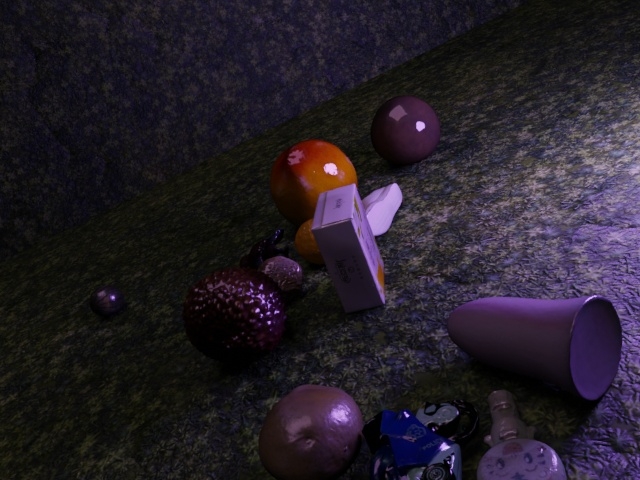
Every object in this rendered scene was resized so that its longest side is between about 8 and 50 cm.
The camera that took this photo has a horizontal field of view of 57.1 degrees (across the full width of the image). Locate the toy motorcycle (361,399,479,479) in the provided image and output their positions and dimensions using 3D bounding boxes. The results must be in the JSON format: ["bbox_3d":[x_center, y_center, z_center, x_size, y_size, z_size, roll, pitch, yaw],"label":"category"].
[{"bbox_3d":[0.135,0.371,0.921,0.197,0.125,0.331,-10,26,31],"label":"toy motorcycle"}]

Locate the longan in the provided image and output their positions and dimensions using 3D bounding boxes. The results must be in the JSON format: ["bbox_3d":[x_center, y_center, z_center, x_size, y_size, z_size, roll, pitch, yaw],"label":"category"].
[{"bbox_3d":[0.300,-0.385,2.082,0.258,0.257,0.258,-20,26,10],"label":"longan"}]

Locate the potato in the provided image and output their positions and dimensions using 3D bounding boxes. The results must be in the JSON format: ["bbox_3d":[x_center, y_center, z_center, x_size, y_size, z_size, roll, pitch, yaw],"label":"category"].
[{"bbox_3d":[-0.015,0.343,1.057,0.178,0.160,0.235,18,16,0],"label":"potato"}]

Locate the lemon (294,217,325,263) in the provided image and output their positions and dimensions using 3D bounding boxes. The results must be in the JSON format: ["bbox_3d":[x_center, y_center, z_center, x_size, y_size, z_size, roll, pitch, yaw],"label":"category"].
[{"bbox_3d":[0.000,0.000,1.708,0.187,0.142,0.142,-10,29,38],"label":"lemon"}]

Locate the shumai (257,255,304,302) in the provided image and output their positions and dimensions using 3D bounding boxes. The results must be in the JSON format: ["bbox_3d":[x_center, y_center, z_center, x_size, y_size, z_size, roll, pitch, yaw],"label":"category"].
[{"bbox_3d":[-0.119,0.119,1.641,0.146,0.145,0.116,-36,-14,-23],"label":"shumai"}]

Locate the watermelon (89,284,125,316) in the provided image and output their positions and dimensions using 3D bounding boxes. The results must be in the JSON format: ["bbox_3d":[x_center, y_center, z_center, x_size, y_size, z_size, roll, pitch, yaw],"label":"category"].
[{"bbox_3d":[-0.713,0.201,1.992,0.105,0.105,0.133,-4,9,36],"label":"watermelon"}]

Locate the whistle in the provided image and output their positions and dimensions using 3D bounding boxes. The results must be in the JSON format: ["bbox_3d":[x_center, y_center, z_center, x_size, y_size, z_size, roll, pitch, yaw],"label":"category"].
[{"bbox_3d":[0.301,0.331,0.911,0.126,0.067,0.258,-18,22,14],"label":"whistle"}]

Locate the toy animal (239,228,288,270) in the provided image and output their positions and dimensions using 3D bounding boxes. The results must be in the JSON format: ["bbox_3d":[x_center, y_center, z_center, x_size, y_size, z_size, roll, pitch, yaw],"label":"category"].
[{"bbox_3d":[-0.185,0.039,1.820,0.180,0.116,0.218,-11,35,24],"label":"toy animal"}]

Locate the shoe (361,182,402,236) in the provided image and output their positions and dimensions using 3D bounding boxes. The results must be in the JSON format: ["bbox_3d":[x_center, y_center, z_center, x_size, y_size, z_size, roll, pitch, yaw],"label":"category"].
[{"bbox_3d":[0.160,-0.084,1.798,0.110,0.095,0.265,-11,23,38],"label":"shoe"}]

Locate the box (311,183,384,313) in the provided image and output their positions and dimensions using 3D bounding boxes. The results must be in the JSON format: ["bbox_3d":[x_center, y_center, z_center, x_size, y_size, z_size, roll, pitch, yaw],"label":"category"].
[{"bbox_3d":[0.075,0.020,1.470,0.111,0.260,0.194,-13,29,13],"label":"box"}]

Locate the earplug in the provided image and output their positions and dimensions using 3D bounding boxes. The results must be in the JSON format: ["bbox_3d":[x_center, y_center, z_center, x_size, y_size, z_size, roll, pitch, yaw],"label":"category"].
[{"bbox_3d":[0.356,0.174,1.070,0.172,0.172,0.301,-41,24,-30],"label":"earplug"}]

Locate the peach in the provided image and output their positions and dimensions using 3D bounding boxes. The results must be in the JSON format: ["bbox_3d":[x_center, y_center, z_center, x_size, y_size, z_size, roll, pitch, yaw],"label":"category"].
[{"bbox_3d":[-0.020,-0.197,1.914,0.289,0.307,0.288,-7,40,6],"label":"peach"}]

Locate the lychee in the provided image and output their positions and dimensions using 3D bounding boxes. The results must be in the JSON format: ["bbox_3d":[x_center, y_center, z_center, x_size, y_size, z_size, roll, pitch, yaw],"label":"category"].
[{"bbox_3d":[-0.196,0.171,1.447,0.272,0.271,0.271,-20,26,10],"label":"lychee"}]
